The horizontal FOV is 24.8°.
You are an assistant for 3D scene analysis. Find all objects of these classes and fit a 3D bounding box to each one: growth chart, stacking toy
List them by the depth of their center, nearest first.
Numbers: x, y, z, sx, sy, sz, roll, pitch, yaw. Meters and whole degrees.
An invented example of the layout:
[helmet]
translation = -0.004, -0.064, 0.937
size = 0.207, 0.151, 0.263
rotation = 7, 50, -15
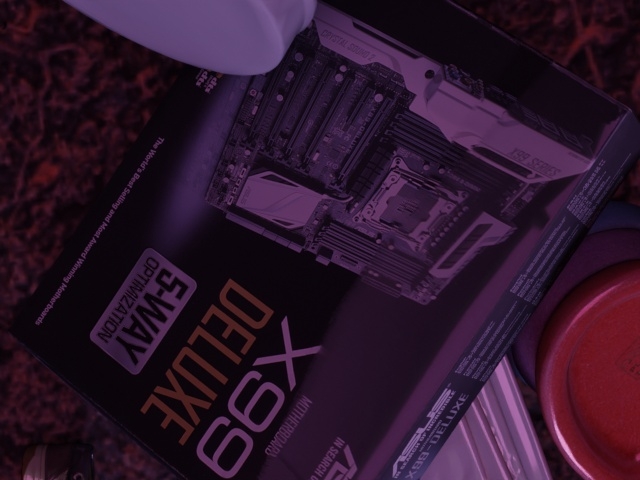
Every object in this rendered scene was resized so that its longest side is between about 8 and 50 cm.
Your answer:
[growth chart]
translation = 0.023, 0.129, 0.891
size = 0.237, 0.021, 0.171
rotation = -10, 98, 20
[stacking toy]
translation = 0.269, 0.028, 0.905
size = 0.309, 0.130, 0.279
rotation = -41, 121, 6

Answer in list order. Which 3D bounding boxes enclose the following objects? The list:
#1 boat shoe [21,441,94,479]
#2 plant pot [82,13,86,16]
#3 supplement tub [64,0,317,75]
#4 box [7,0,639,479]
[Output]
[boat shoe]
translation = -0.154, 0.201, 0.913
size = 0.049, 0.056, 0.152
rotation = -8, 95, 5
[plant pot]
translation = -0.141, -0.198, 0.868
size = 0.081, 0.081, 0.083
rotation = 42, 80, -4
[supplement tub]
translation = -0.029, -0.273, 0.746
size = 0.235, 0.235, 0.324
rotation = 29, 77, -3
[box]
translation = 0.000, 0.000, 0.840
size = 0.242, 0.076, 0.307
rotation = 36, 94, 24
